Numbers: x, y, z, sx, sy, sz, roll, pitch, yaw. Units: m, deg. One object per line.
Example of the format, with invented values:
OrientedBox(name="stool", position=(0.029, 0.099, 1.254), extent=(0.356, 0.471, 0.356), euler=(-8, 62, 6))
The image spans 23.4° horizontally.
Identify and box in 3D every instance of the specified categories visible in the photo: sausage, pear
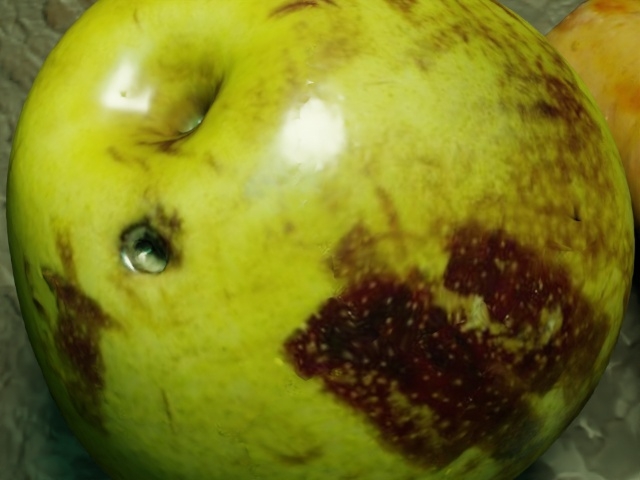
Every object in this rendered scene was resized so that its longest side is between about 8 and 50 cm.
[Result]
OrientedBox(name="sausage", position=(0.185, -0.019, 0.723), extent=(0.109, 0.109, 0.270), euler=(-14, 40, -3))
OrientedBox(name="pear", position=(0.000, 0.000, 0.681), extent=(0.284, 0.283, 0.283), euler=(-1, 67, 2))
